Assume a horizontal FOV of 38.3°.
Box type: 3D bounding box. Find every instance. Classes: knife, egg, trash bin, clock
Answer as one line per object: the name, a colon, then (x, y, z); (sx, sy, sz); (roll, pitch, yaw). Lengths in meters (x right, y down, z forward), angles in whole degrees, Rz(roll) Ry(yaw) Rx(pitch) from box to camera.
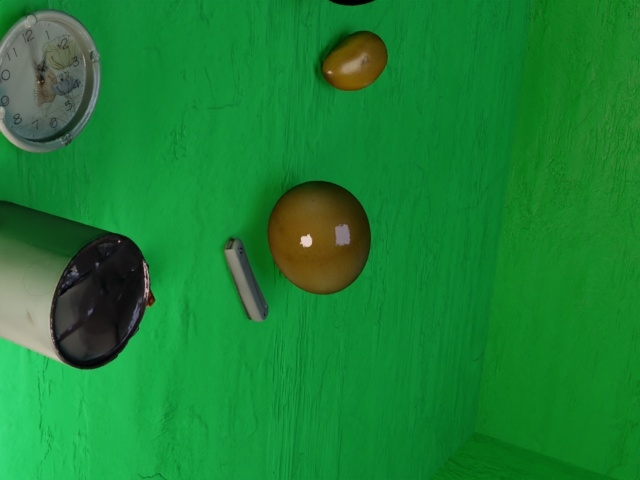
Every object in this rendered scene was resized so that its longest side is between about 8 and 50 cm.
knife: (-0.175, 0.094, 2.196); (0.265, 0.041, 0.073); (72, 31, -44)
egg: (0.000, 0.000, 2.242); (0.250, 0.250, 0.322); (-57, 151, -31)
trash bin: (-0.442, 0.067, 1.474); (0.217, 0.262, 0.277); (-57, 146, -30)
clock: (-0.460, -0.262, 1.514); (0.236, 0.053, 0.236); (-32, 130, -49)

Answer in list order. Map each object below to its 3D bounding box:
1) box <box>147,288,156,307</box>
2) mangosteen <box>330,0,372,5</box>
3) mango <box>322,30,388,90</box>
box: (-0.366, 0.093, 1.840); (0.023, 0.051, 0.082); (-51, 143, -34)
mangosteen: (0.055, -0.662, 2.051); (0.288, 0.288, 0.288); (-33, 130, -51)
mango: (0.083, -0.453, 2.344); (0.219, 0.112, 0.145); (-30, 129, -38)
